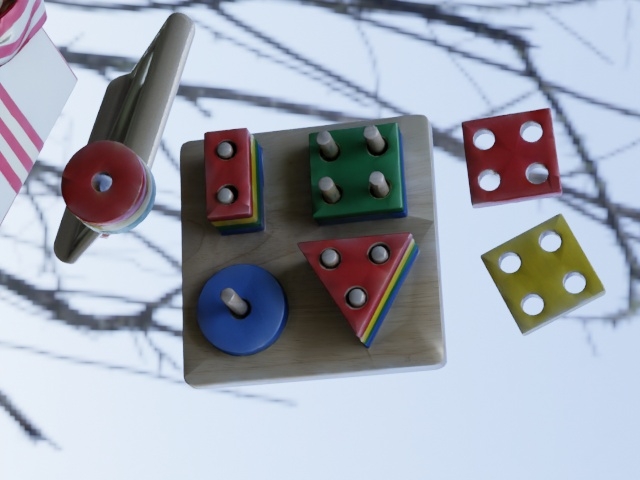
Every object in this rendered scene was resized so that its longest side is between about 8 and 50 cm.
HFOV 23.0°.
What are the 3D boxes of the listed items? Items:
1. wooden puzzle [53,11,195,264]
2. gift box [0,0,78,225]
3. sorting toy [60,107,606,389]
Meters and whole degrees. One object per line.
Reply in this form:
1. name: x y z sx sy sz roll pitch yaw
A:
1. wooden puzzle: -0.191 -0.094 1.567 0.238 0.044 0.221 -24 -132 65
2. gift box: -0.365 -0.123 1.204 0.258 0.276 0.255 -4 -128 27
3. sorting toy: 0.000 0.000 0.784 0.046 0.274 0.132 55 31 -70
